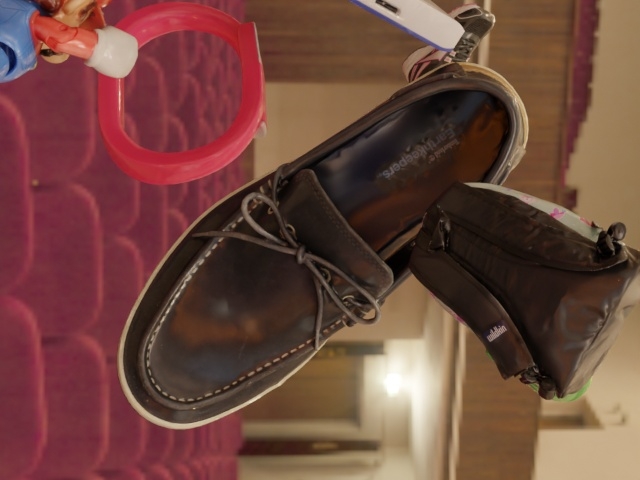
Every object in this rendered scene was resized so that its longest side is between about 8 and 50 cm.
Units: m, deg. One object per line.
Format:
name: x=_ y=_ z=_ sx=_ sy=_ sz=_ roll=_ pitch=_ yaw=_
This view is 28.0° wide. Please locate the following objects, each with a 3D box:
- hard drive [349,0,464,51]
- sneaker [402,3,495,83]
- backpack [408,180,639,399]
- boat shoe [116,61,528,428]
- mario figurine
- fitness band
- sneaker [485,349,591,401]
hard drive: x=0.017 y=-0.336 z=1.525 sx=0.040 sy=0.210 sz=0.318 roll=-57 pitch=-145 yaw=15
sneaker: x=0.194 y=-0.267 z=1.879 sx=0.178 sy=0.072 sz=0.077 roll=-46 pitch=-140 yaw=43
backpack: x=0.164 y=0.031 z=1.061 sx=0.152 sy=0.182 sz=0.115 roll=-58 pitch=154 yaw=1
boat shoe: x=0.000 y=0.000 z=1.262 sx=0.187 sy=0.500 sz=0.156 roll=52 pitch=0 yaw=-3
mario figurine: x=-0.336 y=-0.206 z=1.420 sx=0.170 sy=0.198 sz=0.320 roll=-34 pitch=-168 yaw=49
fitness band: x=-0.174 y=-0.190 z=1.610 sx=0.054 sy=0.209 sz=0.290 roll=80 pitch=3 yaw=-53
sneaker: x=0.215 y=0.099 z=1.389 sx=0.295 sy=0.109 sz=0.123 roll=54 pitch=38 yaw=-43
